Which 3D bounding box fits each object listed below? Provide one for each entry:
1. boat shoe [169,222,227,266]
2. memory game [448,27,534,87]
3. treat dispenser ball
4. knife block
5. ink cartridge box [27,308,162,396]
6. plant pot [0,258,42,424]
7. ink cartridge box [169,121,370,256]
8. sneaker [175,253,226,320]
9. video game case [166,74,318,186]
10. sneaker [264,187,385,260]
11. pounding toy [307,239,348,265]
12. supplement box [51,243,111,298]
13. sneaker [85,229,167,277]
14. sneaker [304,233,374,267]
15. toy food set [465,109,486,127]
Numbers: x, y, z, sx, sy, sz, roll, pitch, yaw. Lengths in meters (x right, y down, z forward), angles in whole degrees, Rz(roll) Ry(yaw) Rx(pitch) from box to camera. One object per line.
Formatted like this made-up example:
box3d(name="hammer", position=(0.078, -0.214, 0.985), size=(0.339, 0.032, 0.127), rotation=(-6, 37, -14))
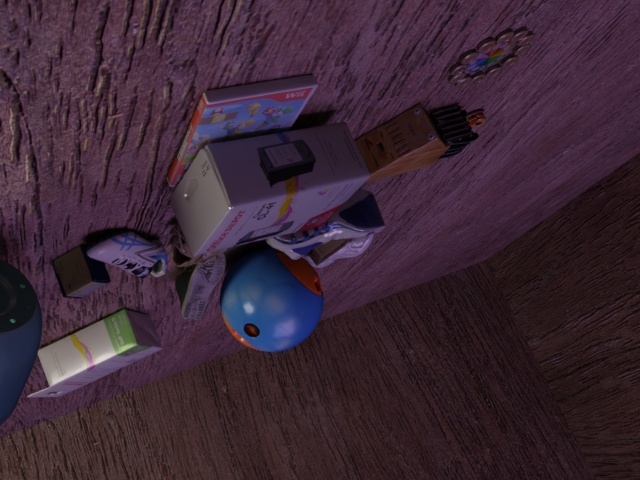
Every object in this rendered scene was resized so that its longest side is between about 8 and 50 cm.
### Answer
box3d(name="boat shoe", position=(-0.269, -0.004, 1.594), size=(0.098, 0.109, 0.302), rotation=(-20, 171, -21))
box3d(name="memory game", position=(0.337, -0.359, 1.463), size=(0.186, 0.012, 0.186), rotation=(-22, 166, -6))
box3d(name="treat dispenser ball", position=(-0.134, 0.162, 2.041), size=(0.288, 0.288, 0.288), rotation=(-22, 166, -6))
box3d(name="knife block", position=(0.210, -0.207, 1.655), size=(0.275, 0.088, 0.242), rotation=(-28, 165, 15))
box3d(name="ink cartridge box", position=(-0.665, 0.331, 2.141), size=(0.353, 0.119, 0.207), rotation=(-26, 167, 2))
box3d(name="plant pot", position=(-0.624, 0.163, 1.284), size=(0.293, 0.293, 0.235), rotation=(-5, 141, -53))
box3d(name="ink cartridge box", position=(-0.095, -0.095, 1.382), size=(0.306, 0.131, 0.226), rotation=(-16, 164, -33))
box3d(name="sneaker", position=(-0.325, 0.088, 1.928), size=(0.083, 0.118, 0.222), rotation=(12, 117, -36))
box3d(name="video game case", position=(-0.143, -0.186, 1.289), size=(0.204, 0.025, 0.285), rotation=(-16, 164, -29))
box3d(name="sneaker", position=(-0.012, -0.039, 1.884), size=(0.315, 0.128, 0.182), rotation=(-10, 165, -24))
box3d(name="pounding toy", position=(0.000, 0.000, 2.107), size=(0.130, 0.100, 0.141), rotation=(-35, 172, -16))
box3d(name="supplement box", position=(-0.492, 0.065, 1.518), size=(0.083, 0.083, 0.056), rotation=(-28, 165, 13))
box3d(name="sneaker", position=(-0.398, 0.034, 1.557), size=(0.085, 0.086, 0.237), rotation=(-27, 165, 18))
box3d(name="sneaker", position=(0.053, 0.013, 2.221), size=(0.232, 0.090, 0.115), rotation=(-28, 162, 11))
box3d(name="toy food set", position=(0.358, -0.282, 1.763), size=(0.082, 0.020, 0.083), rotation=(-25, 167, 3))
